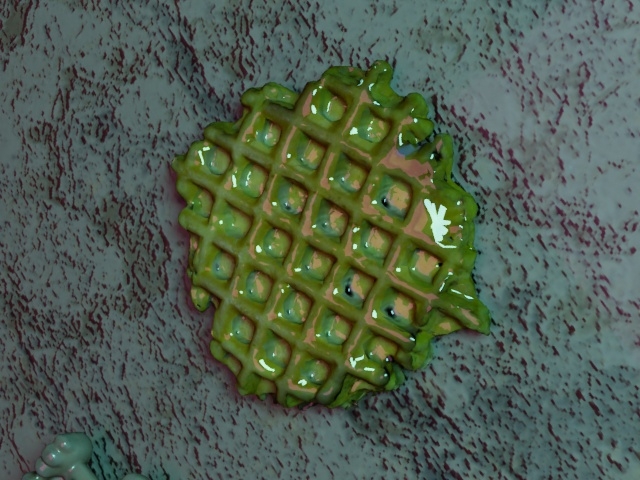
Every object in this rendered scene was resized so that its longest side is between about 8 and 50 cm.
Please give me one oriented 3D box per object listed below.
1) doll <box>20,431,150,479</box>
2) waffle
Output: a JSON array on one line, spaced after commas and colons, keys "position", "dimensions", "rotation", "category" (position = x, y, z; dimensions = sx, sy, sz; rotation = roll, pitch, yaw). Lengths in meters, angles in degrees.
[{"position": [-0.148, 0.280, 0.891], "dimensions": [0.278, 0.119, 0.154], "rotation": [35, 96, 24], "category": "doll"}, {"position": [-0.001, 0.000, 0.832], "dimensions": [0.245, 0.052, 0.254], "rotation": [-19, 84, 26], "category": "waffle"}]
